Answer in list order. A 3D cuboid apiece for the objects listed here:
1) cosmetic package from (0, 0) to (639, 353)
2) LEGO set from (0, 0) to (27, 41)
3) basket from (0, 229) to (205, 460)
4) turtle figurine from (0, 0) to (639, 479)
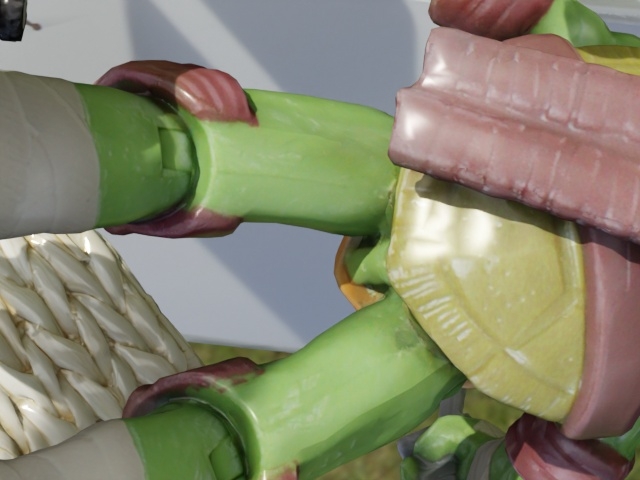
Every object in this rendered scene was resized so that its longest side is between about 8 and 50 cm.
[{"bbox_3d":[-0.067,-0.085,0.794,0.453,0.161,0.230,5,141,0],"label":"cosmetic package"},{"bbox_3d":[-0.065,-0.148,0.387,0.244,0.182,0.060,48,168,5],"label":"LEGO set"},{"bbox_3d":[-0.121,0.023,0.550,0.167,0.103,0.113,52,155,-2],"label":"basket"},{"bbox_3d":[0.000,0.000,0.524,0.275,0.266,0.198,47,138,41],"label":"turtle figurine"}]
